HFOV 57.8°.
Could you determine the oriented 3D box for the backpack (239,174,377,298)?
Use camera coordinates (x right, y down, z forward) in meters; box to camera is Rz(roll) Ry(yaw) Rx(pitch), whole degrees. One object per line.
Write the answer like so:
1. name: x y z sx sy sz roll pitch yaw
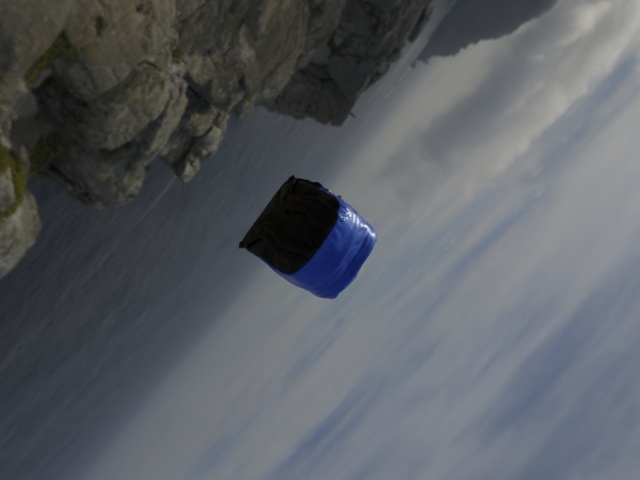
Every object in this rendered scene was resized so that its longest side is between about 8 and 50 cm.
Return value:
1. backpack: 0.000 0.000 0.558 0.097 0.101 0.120 -60 -150 -2
